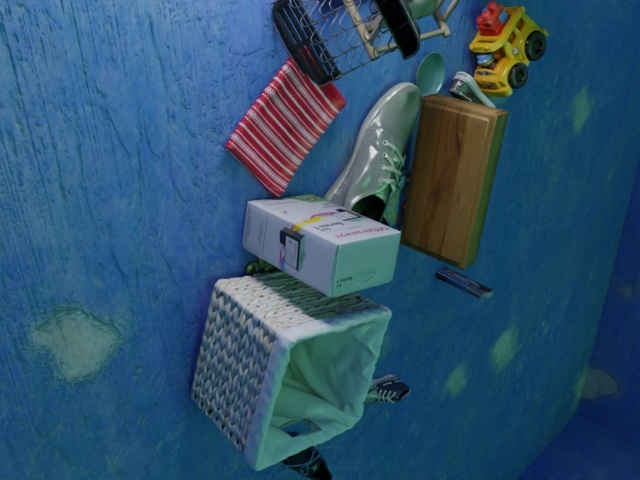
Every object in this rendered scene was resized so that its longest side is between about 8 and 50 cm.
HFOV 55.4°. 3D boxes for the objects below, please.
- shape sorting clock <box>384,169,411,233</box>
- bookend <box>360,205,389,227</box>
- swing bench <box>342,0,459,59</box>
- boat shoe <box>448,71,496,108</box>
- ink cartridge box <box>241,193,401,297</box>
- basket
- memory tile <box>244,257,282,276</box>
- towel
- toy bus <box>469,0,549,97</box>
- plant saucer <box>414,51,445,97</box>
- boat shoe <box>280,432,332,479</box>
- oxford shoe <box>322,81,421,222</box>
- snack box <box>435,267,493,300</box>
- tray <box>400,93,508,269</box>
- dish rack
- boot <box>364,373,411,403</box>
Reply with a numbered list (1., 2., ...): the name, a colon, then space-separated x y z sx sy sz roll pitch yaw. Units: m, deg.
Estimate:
1. shape sorting clock: 0.221 -0.095 1.670 0.206 0.040 0.206 -24 125 -38
2. bookend: 0.119 0.002 1.585 0.157 0.072 0.156 -55 140 -12
3. swing bench: 0.148 -0.535 1.235 0.253 0.255 0.165 -27 165 -35
4. boat shoe: 0.424 -0.383 1.717 0.219 0.078 0.070 33 83 -42
5. ink cartridge box: 0.000 0.000 1.293 0.201 0.278 0.117 -11 118 -44
6. basket: -0.071 0.262 1.350 0.328 0.266 0.331 -7 118 -46
7. memory tile: -0.118 0.088 1.420 0.113 0.012 0.148 -37 133 -29
8. towel: -0.065 -0.247 1.288 0.275 0.031 0.199 -55 139 -10
9. toy bus: 0.482 -0.532 1.657 0.211 0.149 0.220 32 87 -37
10. plant saucer: 0.278 -0.425 1.572 0.119 0.021 0.119 -23 125 -37
11. boat shoe: -0.031 0.618 1.731 0.109 0.089 0.258 -56 139 -10
12. oxford shoe: 0.143 -0.175 1.477 0.169 0.130 0.449 37 80 -47
13. snack box: 0.456 0.137 1.937 0.064 0.178 0.022 -16 124 -42
14. tray: 0.331 -0.147 1.563 0.076 0.203 0.411 -24 128 -45
15. dish rack: 0.036 -0.398 1.123 0.208 0.271 0.074 58 38 -22
16. boot: 0.199 0.476 1.908 0.190 0.086 0.069 -16 121 -42
